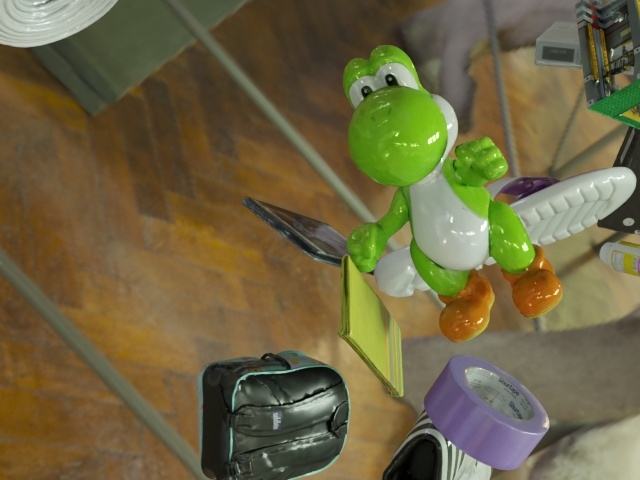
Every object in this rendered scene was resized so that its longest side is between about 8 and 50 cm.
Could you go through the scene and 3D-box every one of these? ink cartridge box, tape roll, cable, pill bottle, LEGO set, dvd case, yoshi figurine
[{"bbox_3d":[0.519,-0.369,2.131,0.232,0.189,0.066,-38,134,-65],"label":"ink cartridge box"},{"bbox_3d":[0.264,0.272,1.790,0.189,0.080,0.189,28,20,-11],"label":"tape roll"},{"bbox_3d":[-0.362,-0.357,1.460,0.257,0.257,0.089,-19,71,-46],"label":"cable"},{"bbox_3d":[0.423,0.024,1.533,0.043,0.043,0.083,28,-6,-35],"label":"pill bottle"},{"bbox_3d":[0.485,-0.273,1.427,0.255,0.331,0.192,10,65,-24],"label":"LEGO set"},{"bbox_3d":[0.000,0.000,1.701,0.164,0.018,0.221,37,11,34],"label":"dvd case"},{"bbox_3d":[0.130,-0.046,1.294,0.204,0.203,0.362,-38,107,-19],"label":"yoshi figurine"}]

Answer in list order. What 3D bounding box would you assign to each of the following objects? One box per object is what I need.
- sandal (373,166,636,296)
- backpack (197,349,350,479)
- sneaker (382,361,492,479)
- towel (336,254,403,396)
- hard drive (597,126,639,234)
[{"bbox_3d":[0.265,-0.041,1.651,0.169,0.417,0.102,82,-14,-68],"label":"sandal"},{"bbox_3d":[-0.061,0.222,1.426,0.189,0.144,0.165,-6,100,-30],"label":"backpack"},{"bbox_3d":[0.190,0.419,2.043,0.169,0.447,0.257,32,57,22],"label":"sneaker"},{"bbox_3d":[0.061,0.108,1.349,0.237,0.021,0.102,53,31,-60],"label":"towel"},{"bbox_3d":[0.629,-0.089,1.753,0.339,0.236,0.064,10,48,2],"label":"hard drive"}]
